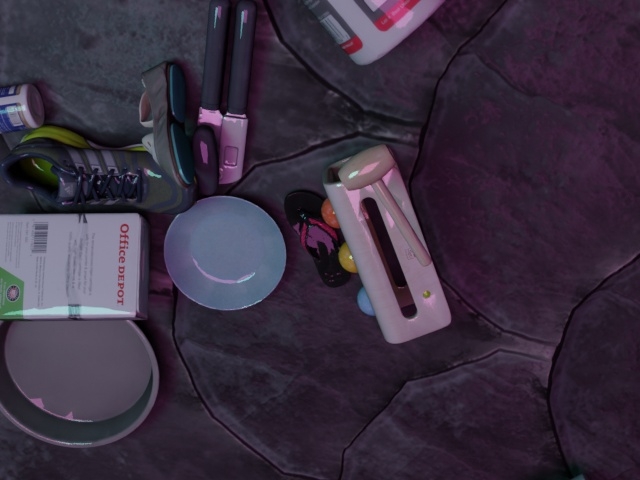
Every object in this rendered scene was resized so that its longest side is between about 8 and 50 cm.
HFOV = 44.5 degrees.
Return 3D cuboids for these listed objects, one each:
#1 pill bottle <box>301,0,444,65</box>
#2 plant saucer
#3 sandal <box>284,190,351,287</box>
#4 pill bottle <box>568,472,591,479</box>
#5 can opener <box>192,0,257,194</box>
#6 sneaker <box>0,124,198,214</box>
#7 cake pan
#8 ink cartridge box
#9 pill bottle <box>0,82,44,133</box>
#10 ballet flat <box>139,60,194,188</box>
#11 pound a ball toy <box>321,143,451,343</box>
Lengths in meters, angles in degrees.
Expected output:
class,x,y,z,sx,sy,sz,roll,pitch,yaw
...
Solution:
class,x,y,z,sx,sy,sz,roll,pitch,yaw
pill bottle,0.015,-0.402,1.017,0.176,0.176,0.318,-39,106,14
plant saucer,-0.151,0.016,1.249,0.194,0.037,0.195,0,111,0
sandal,0.000,0.000,1.240,0.067,0.040,0.179,-24,109,9
pill bottle,0.388,0.533,1.379,0.264,0.153,0.153,-37,106,12
can opener,-0.141,-0.203,1.134,0.075,0.095,0.284,8,117,-3
sneaker,-0.325,-0.085,1.146,0.299,0.121,0.111,9,118,9
cake pan,-0.413,0.211,1.316,0.292,0.054,0.294,0,110,0
ink cartridge box,-0.375,0.043,1.200,0.219,0.092,0.161,0,80,0
pill bottle,-0.478,-0.191,1.157,0.120,0.067,0.067,-8,110,3
ballet flat,-0.223,-0.159,1.118,0.068,0.213,0.072,-16,154,13
pound a ball toy,0.083,0.003,1.152,0.135,0.208,0.319,-20,110,8
